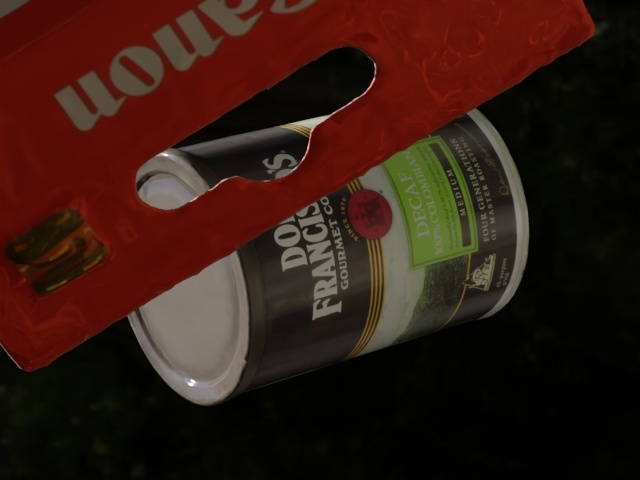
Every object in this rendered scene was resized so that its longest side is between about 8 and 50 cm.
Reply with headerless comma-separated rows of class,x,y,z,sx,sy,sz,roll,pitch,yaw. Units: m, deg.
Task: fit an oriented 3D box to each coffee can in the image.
coffee can,0.000,0.000,1.478,0.275,0.201,0.201,-15,-74,-33

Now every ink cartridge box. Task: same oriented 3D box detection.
ink cartridge box,-0.092,-0.134,0.687,0.385,0.308,0.091,56,-174,-30
